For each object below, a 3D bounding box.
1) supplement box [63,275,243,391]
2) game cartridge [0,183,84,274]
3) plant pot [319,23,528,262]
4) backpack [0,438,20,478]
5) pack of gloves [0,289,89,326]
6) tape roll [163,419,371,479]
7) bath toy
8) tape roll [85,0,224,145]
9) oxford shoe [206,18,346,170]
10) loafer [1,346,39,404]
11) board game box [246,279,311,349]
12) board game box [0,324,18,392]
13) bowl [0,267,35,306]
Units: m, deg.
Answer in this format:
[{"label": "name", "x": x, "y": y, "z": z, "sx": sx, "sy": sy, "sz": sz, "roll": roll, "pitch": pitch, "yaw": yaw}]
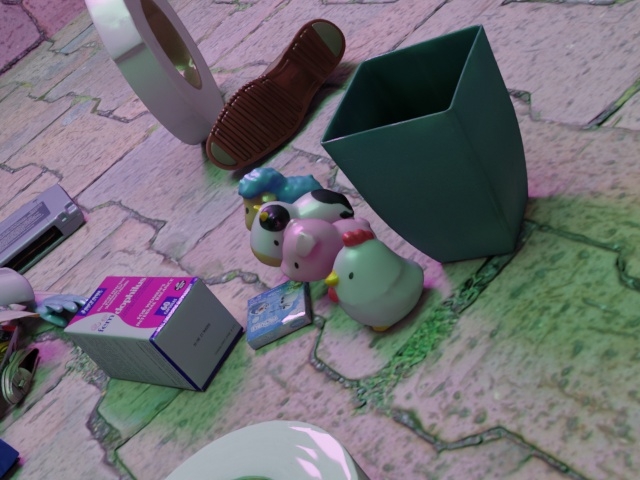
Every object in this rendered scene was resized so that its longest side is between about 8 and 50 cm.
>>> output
[{"label": "supplement box", "x": -0.235, "y": 0.125, "z": 1.243, "sx": 0.220, "sy": 0.114, "sz": 0.111, "roll": -3, "pitch": 44, "yaw": 44}, {"label": "game cartridge", "x": -0.629, "y": 0.008, "z": 1.838, "sx": 0.297, "sy": 0.062, "sz": 0.198, "roll": -40, "pitch": 27, "yaw": -9}, {"label": "plant pot", "x": 0.145, "y": -0.094, "z": 1.055, "sx": 0.166, "sy": 0.234, "sz": 0.165, "roll": -10, "pitch": 39, "yaw": 34}, {"label": "backpack", "x": -0.507, "y": 0.318, "z": 1.254, "sx": 0.098, "sy": 0.101, "sz": 0.120, "roll": 0, "pitch": 48, "yaw": 53}, {"label": "pack of gloves", "x": -0.513, "y": 0.130, "z": 1.519, "sx": 0.195, "sy": 0.046, "sz": 0.232, "roll": -14, "pitch": 11, "yaw": -43}, {"label": "tape roll", "x": -0.065, "y": 0.312, "z": 0.836, "sx": 0.286, "sy": 0.100, "sz": 0.286, "roll": -24, "pitch": 33, "yaw": 17}, {"label": "bath toy", "x": 0.000, "y": 0.000, "z": 1.168, "sx": 0.151, "sy": 0.129, "sz": 0.348, "roll": -37, "pitch": 32, "yaw": -8}, {"label": "tape roll", "x": -0.312, "y": -0.365, "z": 1.716, "sx": 0.072, "sy": 0.392, "sz": 0.392, "roll": -28, "pitch": 32, "yaw": 11}, {"label": "oxford shoe", "x": -0.084, "y": -0.252, "z": 1.643, "sx": 0.348, "sy": 0.123, "sz": 0.130, "roll": -48, "pitch": 7, "yaw": -18}, {"label": "loafer", "x": -0.477, "y": 0.210, "z": 1.426, "sx": 0.039, "sy": 0.045, "sz": 0.125, "roll": -25, "pitch": 29, "yaw": 5}, {"label": "board game box", "x": -0.056, "y": 0.095, "z": 1.200, "sx": 0.090, "sy": 0.020, "sz": 0.090, "roll": -27, "pitch": 33, "yaw": 13}, {"label": "board game box", "x": -0.662, "y": 0.198, "z": 1.431, "sx": 0.305, "sy": 0.053, "sz": 0.193, "roll": 5, "pitch": 28, "yaw": -7}, {"label": "bowl", "x": -0.578, "y": 0.084, "z": 1.553, "sx": 0.142, "sy": 0.053, "sz": 0.142, "roll": -11, "pitch": 10, "yaw": -28}]
